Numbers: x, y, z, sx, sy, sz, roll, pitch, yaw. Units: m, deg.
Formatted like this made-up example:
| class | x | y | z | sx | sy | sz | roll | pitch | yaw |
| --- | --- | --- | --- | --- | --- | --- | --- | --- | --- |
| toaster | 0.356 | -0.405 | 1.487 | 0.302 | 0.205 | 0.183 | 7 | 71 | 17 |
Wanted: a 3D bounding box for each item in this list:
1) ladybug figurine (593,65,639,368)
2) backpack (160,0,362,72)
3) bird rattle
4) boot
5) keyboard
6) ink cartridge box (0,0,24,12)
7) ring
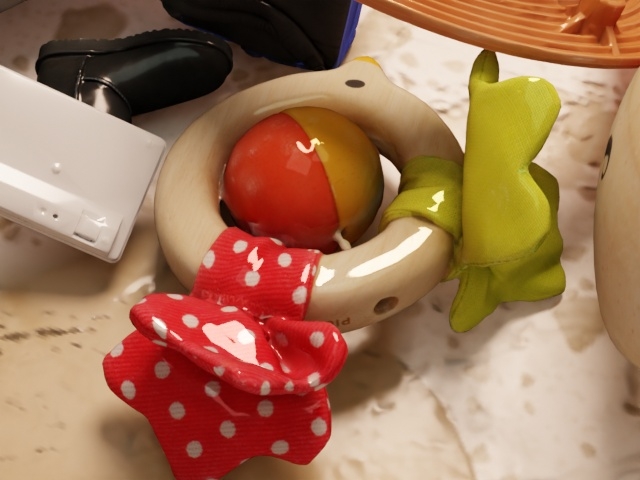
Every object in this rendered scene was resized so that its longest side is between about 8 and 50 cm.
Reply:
| class | x | y | z | sx | sy | sz | roll | pitch | yaw |
| --- | --- | --- | --- | --- | --- | --- | --- | --- | --- |
| ladybug figurine | 0.313 | -0.089 | 0.641 | 0.449 | 0.305 | 0.161 | -29 | 107 | -20 |
| backpack | -0.032 | -0.161 | 0.791 | 0.120 | 0.098 | 0.101 | 16 | 29 | 5 |
| bird rattle | 0.000 | 0.000 | 0.697 | 0.254 | 0.143 | 0.207 | -30 | 50 | -6 |
| boot | -0.109 | -0.066 | 0.752 | 0.121 | 0.045 | 0.099 | -2 | 55 | 3 |
| keyboard | -0.206 | -0.070 | 0.684 | 0.256 | 0.014 | 0.072 | 24 | 70 | -14 |
| ink cartridge box | -0.247 | -0.213 | 0.758 | 0.273 | 0.114 | 0.197 | -32 | 93 | -21 |
| ring | 0.068 | -0.198 | 0.770 | 0.337 | 0.032 | 0.336 | 16 | 33 | -11 |
